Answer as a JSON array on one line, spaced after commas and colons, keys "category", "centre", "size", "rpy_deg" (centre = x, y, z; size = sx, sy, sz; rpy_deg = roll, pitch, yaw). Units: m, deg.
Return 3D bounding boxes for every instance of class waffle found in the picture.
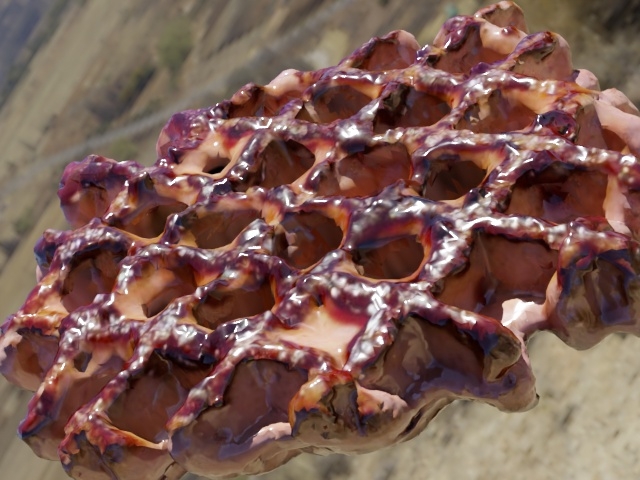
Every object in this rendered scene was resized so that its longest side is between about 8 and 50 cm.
[{"category": "waffle", "centre": [0.000, 0.000, 0.535], "size": [0.234, 0.055, 0.221], "rpy_deg": [-21, 33, 1]}]
